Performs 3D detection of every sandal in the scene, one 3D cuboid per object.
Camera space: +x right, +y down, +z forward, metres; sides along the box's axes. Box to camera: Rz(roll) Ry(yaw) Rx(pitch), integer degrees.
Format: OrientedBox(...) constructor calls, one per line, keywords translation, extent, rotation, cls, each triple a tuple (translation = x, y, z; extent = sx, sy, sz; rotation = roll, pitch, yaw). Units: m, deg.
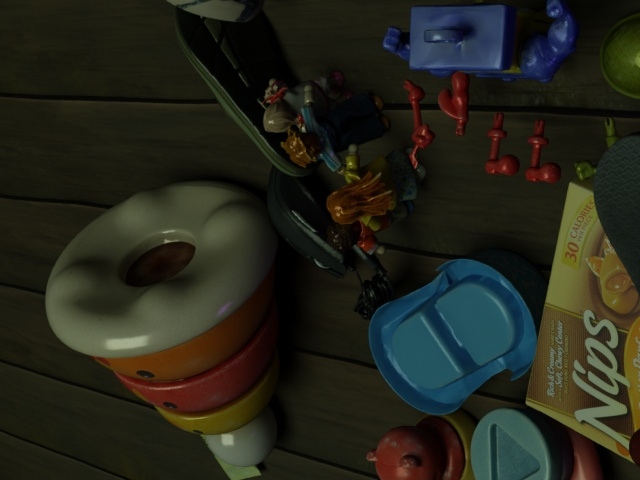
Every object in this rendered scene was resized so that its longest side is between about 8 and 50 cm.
OrientedBox(translation=(-0.105, -0.210, 1.629), extent=(0.302, 0.120, 0.086), rotation=(59, 154, 0), cls="sandal")
OrientedBox(translation=(0.343, 0.004, 1.211), extent=(0.097, 0.054, 0.254), rotation=(2, 121, 49), cls="sandal")

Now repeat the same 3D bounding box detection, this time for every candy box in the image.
OrientedBox(translation=(0.347, 0.087, 1.350), extent=(0.183, 0.088, 0.316), rotation=(28, 131, 32), cls="candy box")

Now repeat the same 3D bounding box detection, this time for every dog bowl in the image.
OrientedBox(translation=(0.183, 0.113, 1.550), extent=(0.166, 0.074, 0.297), rotation=(56, 141, 5), cls="dog bowl")

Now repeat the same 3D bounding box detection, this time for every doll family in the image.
OrientedBox(translation=(0.032, -0.107, 1.503), extent=(0.118, 0.163, 0.263), rotation=(-30, 90, 51), cls="doll family")

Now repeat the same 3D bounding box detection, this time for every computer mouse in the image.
OrientedBox(translation=(0.000, 0.000, 1.632), extent=(0.262, 0.060, 0.184), rotation=(55, 166, 5), cls="computer mouse")

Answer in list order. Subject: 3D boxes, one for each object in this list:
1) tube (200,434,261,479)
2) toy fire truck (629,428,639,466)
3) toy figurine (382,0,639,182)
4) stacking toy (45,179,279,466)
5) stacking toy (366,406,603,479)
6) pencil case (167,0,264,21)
OrientedBox(translation=(-0.188, 0.307, 2.072), extent=(0.240, 0.062, 0.070), rotation=(59, -179, -7), cls="tube")
OrientedBox(translation=(0.452, 0.276, 1.257), extent=(0.254, 0.169, 0.302), rotation=(-5, 108, 35), cls="toy fire truck")
OrientedBox(translation=(0.188, -0.165, 1.217), extent=(0.363, 0.217, 0.191), rotation=(9, 90, 35), cls="toy figurine")
OrientedBox(translation=(-0.167, 0.180, 1.839), extent=(0.351, 0.350, 0.479), rotation=(16, 141, 40), cls="stacking toy")
OrientedBox(translation=(0.207, 0.349, 1.559), extent=(0.309, 0.130, 0.279), rotation=(-18, 78, 48), cls="stacking toy")
OrientedBox(translation=(-0.099, -0.449, 1.438), extent=(0.183, 0.160, 0.410), rotation=(64, 147, 33), cls="pencil case")
